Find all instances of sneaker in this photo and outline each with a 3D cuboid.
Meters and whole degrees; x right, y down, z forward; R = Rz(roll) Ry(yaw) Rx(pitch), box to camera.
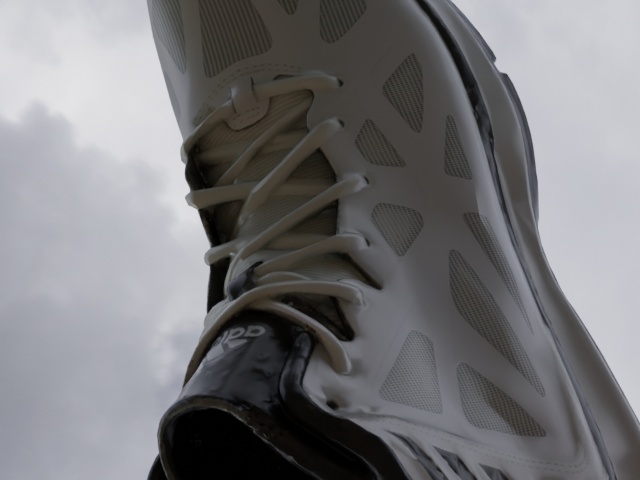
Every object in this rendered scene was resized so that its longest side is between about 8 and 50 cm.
[{"bbox_3d":[0.001,0.000,0.701,0.169,0.257,0.448,-34,-104,24],"label":"sneaker"}]
